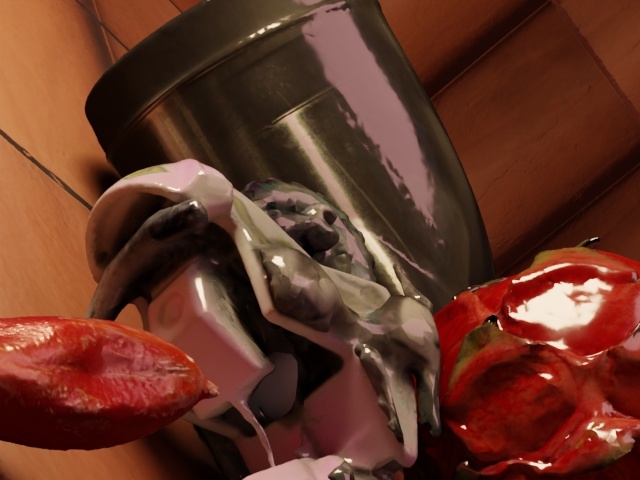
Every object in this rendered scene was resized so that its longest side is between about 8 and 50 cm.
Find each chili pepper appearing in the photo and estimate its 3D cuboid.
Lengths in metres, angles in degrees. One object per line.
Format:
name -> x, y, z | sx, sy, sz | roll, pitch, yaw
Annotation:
chili pepper -> -0.119, 0.055, 0.507 | 0.191, 0.050, 0.059 | 10, 43, -42

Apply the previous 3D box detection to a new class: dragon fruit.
dragon fruit -> 0.157, 0.105, 0.749 | 0.234, 0.233, 0.293 | 48, 20, -14

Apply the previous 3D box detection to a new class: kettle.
kettle -> 0.000, 0.000, 0.947 | 0.324, 0.228, 0.321 | 60, -12, 5

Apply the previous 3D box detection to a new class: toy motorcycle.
toy motorcycle -> -0.036, 0.077, 0.646 | 0.188, 0.143, 0.327 | 27, 39, -32
